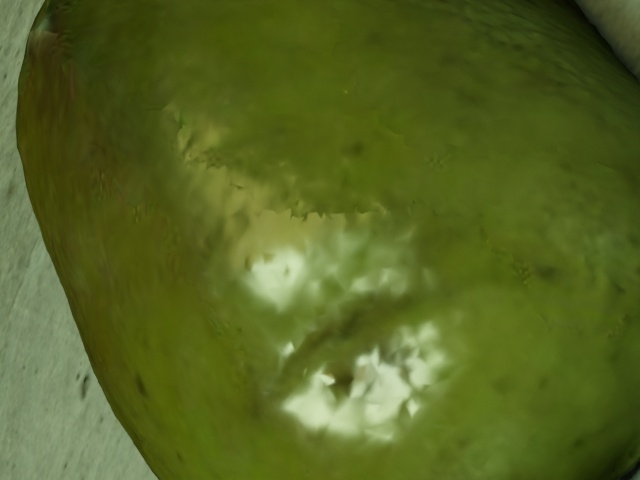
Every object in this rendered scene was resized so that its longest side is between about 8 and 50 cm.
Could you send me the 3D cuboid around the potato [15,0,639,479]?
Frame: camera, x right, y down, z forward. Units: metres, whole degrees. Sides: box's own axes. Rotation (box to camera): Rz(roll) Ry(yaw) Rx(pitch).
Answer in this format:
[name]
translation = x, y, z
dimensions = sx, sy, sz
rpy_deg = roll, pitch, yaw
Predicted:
[potato]
translation = 0.000, 0.000, 0.674
dimensions = 0.280, 0.212, 0.330
rpy_deg = 40, 107, 55
